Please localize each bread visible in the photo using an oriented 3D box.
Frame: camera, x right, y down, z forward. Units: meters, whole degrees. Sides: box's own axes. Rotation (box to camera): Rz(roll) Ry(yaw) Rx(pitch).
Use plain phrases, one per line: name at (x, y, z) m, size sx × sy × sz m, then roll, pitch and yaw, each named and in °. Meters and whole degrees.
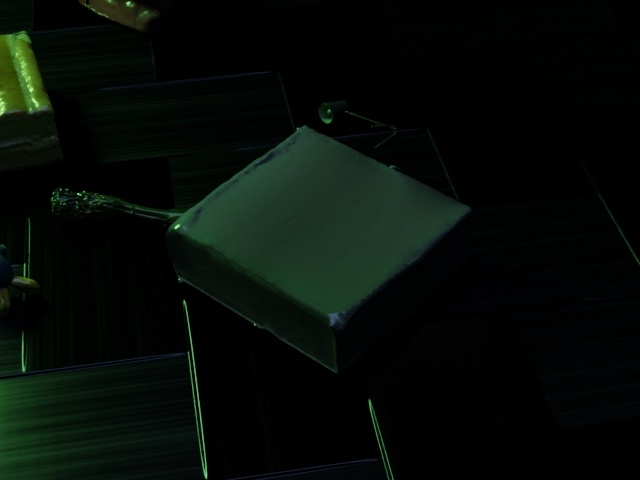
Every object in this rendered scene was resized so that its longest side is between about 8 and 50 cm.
bread at (-0.526, -0.201, 1.684) m, size 0.239 × 0.111 × 0.246 m, roll -12°, pitch 42°, yaw -14°

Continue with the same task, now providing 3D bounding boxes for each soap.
soap at (0.000, 0.000, 1.453) m, size 0.296 × 0.107 × 0.285 m, roll 30°, pitch 49°, yaw 31°

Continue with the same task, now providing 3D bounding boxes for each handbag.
handbag at (-0.328, -0.460, 1.958) m, size 0.225 × 0.135 × 0.146 m, roll 29°, pitch 54°, yaw 28°

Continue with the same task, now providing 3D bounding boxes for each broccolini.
broccolini at (-0.254, -0.043, 1.552) m, size 0.239 × 0.054 × 0.051 m, roll 5°, pitch 28°, yaw 3°

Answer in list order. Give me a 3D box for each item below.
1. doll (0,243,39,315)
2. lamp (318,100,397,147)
doll at (-0.451, 0.029, 1.452) m, size 0.179 × 0.089 × 0.102 m, roll 42°, pitch 54°, yaw 9°
lamp at (0.057, -0.184, 1.716) m, size 0.054 × 0.041 × 0.121 m, roll -23°, pitch 42°, yaw -36°
